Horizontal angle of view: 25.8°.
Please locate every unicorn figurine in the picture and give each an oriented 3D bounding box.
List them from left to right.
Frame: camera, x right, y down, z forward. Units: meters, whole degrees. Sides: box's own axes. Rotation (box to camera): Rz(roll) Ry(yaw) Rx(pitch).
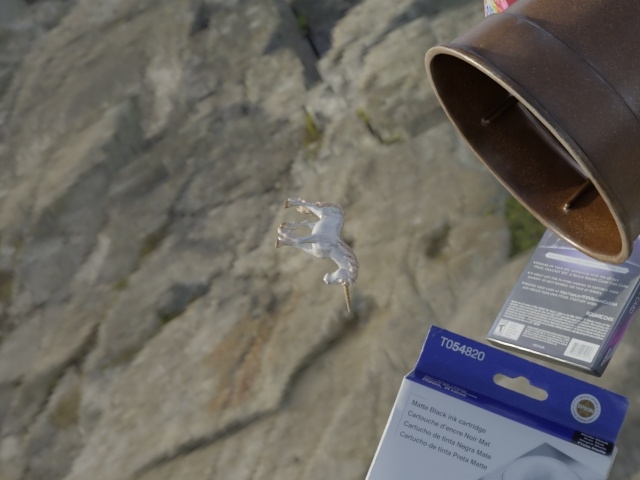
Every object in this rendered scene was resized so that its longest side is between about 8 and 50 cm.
[{"bbox_3d":[0.000,0.000,1.776,0.111,0.060,0.162,12,52,1],"label":"unicorn figurine"}]

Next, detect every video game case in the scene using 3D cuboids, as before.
[{"bbox_3d":[0.338,0.029,1.737,0.196,0.026,0.274,14,69,56],"label":"video game case"}]

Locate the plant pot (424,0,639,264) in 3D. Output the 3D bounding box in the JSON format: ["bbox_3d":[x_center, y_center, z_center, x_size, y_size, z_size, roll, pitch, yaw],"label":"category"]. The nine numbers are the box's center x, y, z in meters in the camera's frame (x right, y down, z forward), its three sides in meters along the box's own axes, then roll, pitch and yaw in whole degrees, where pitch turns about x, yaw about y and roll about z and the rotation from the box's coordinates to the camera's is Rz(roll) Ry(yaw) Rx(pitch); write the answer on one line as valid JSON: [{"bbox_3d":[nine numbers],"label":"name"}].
[{"bbox_3d":[0.177,-0.101,0.812,0.165,0.167,0.167,-42,25,-6],"label":"plant pot"}]

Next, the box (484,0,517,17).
[{"bbox_3d":[0.317,-0.264,1.540,0.257,0.128,0.122,-16,50,-3],"label":"box"}]

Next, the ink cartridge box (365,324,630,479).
[{"bbox_3d":[0.169,0.221,1.386,0.223,0.045,0.224,19,84,13],"label":"ink cartridge box"}]
